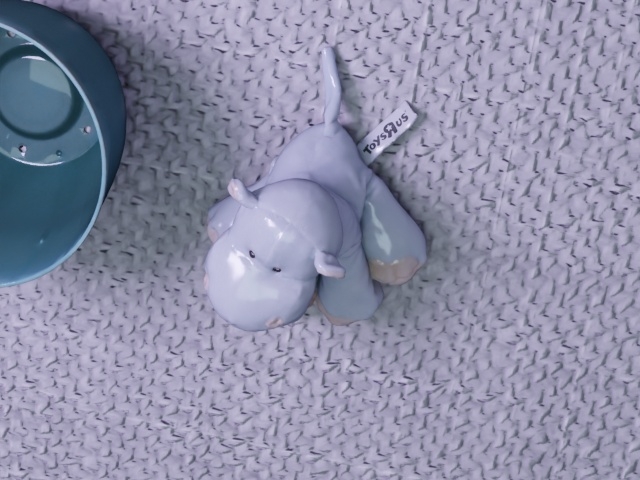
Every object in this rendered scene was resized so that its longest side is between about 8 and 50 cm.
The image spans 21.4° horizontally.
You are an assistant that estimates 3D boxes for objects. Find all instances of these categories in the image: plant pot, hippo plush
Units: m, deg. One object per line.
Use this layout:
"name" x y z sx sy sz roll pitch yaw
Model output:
"plant pot" -0.340 -0.126 1.818 0.293 0.235 0.293 3 111 8
"hippo plush" 0.000 0.000 1.809 0.234 0.236 0.294 36 113 -5
